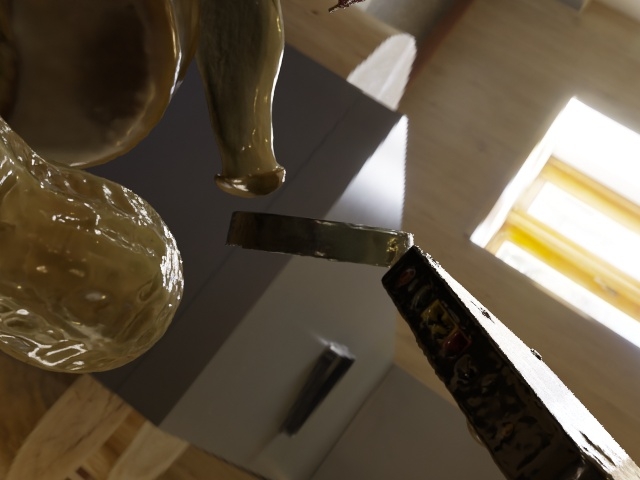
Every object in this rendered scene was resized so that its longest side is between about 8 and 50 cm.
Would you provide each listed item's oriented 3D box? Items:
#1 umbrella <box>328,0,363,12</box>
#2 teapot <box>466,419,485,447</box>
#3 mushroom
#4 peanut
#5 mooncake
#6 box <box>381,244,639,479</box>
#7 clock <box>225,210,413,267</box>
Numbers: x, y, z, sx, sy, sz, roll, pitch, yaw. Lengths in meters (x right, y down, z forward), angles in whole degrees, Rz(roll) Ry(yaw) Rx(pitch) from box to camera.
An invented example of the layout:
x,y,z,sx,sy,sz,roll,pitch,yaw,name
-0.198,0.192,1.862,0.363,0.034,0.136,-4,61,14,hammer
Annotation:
x,y,z,sx,sy,sz,roll,pitch,yaw,name
0.066,-0.354,1.121,0.165,0.027,0.025,-10,-152,50,umbrella
0.205,0.198,0.976,0.085,0.110,0.080,-27,136,-20,teapot
-0.117,-0.227,1.205,0.122,0.159,0.328,-11,98,-33,mushroom
-0.169,-0.004,0.423,0.298,0.136,0.120,43,55,-58,peanut
-0.353,-0.286,0.999,0.394,0.393,0.246,-32,-154,27,mooncake
0.166,0.133,0.618,0.058,0.211,0.350,-45,-158,8,box
0.000,0.000,1.178,0.280,0.281,0.055,11,87,-73,clock
